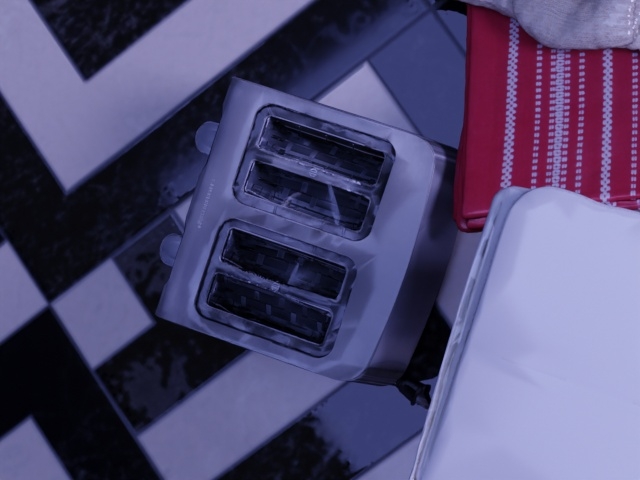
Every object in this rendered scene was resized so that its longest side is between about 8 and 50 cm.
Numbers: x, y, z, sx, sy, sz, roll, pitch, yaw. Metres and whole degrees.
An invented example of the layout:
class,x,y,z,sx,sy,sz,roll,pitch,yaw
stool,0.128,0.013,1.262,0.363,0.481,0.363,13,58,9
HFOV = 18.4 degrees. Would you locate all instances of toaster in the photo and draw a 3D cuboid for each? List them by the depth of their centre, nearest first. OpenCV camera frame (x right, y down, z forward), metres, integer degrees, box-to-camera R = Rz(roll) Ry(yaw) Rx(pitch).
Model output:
class,x,y,z,sx,sy,sz,roll,pitch,yaw
toaster,0.000,0.000,1.257,0.186,0.110,0.168,19,93,16

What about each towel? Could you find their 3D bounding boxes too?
class,x,y,z,sx,sy,sz,roll,pitch,yaw
towel,0.216,-0.096,1.201,0.275,0.031,0.198,-5,53,15

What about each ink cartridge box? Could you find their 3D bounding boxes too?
class,x,y,z,sx,sy,sz,roll,pitch,yaw
ink cartridge box,0.232,0.094,1.041,0.279,0.385,0.160,17,91,17

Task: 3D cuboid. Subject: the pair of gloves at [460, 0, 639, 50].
class,x,y,z,sx,sy,sz,roll,pitch,yaw
pair of gloves,0.180,-0.232,1.229,0.204,0.042,0.240,26,86,30
